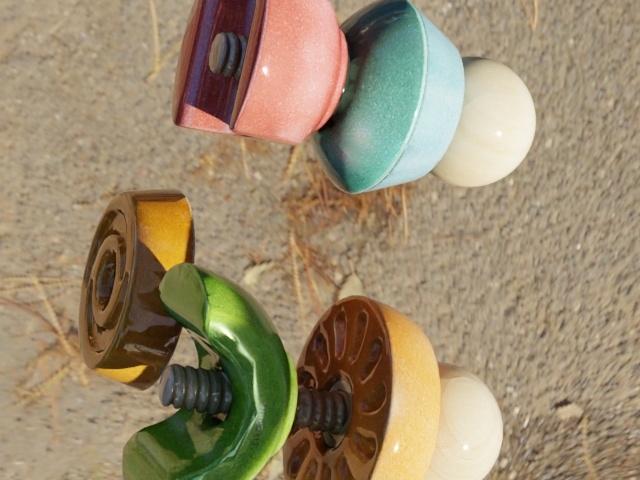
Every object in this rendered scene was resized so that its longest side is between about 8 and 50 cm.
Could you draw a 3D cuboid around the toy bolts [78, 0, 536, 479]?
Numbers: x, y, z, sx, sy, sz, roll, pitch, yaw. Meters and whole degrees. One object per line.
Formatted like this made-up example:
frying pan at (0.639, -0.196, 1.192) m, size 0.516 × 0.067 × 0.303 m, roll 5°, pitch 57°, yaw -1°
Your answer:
toy bolts at (0.000, 0.000, 0.547) m, size 0.158 × 0.218 × 0.229 m, roll 12°, pitch 98°, yaw -25°
